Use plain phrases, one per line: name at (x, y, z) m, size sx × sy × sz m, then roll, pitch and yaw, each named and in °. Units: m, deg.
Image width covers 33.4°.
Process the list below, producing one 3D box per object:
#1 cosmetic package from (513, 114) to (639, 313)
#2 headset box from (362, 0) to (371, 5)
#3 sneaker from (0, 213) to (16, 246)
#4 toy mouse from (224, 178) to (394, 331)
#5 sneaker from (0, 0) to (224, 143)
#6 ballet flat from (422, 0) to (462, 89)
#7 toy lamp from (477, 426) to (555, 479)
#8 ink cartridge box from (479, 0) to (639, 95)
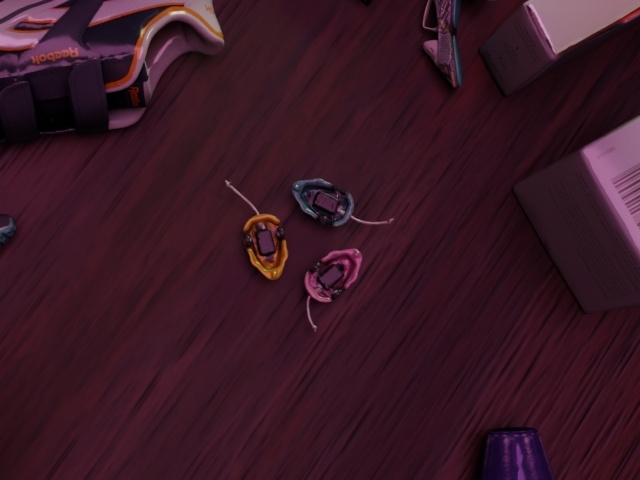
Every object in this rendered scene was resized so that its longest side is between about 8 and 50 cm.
cosmetic package at (0.303, -0.035, 0.993) m, size 0.151 × 0.184 × 0.151 m, roll -29°, pitch 89°, yaw -11°
headset box at (0.035, -0.285, 1.056) m, size 0.083 × 0.032 × 0.062 m, roll 36°, pitch 78°, yaw -3°
sneaker at (-0.357, -0.011, 0.943) m, size 0.166 × 0.065 × 0.076 m, roll -12°, pitch 81°, yaw -12°
toy mouse at (0.000, 0.000, 1.015) m, size 0.143 × 0.031 × 0.161 m, roll -18°, pitch 87°, yaw -11°
sneaker at (-0.232, -0.150, 0.947) m, size 0.321 × 0.126 × 0.127 m, roll -34°, pitch 84°, yaw -13°
ballet flat at (0.121, -0.205, 1.062) m, size 0.041 × 0.041 × 0.114 m, roll 1°, pitch 83°, yaw -9°
toy lamp at (0.187, 0.313, 0.987) m, size 0.080 × 0.080 × 0.274 m, roll -1°, pitch 83°, yaw -10°
ink cartridge box at (0.320, -0.253, 0.984) m, size 0.296 × 0.261 × 0.066 m, roll -30°, pitch 90°, yaw -12°
